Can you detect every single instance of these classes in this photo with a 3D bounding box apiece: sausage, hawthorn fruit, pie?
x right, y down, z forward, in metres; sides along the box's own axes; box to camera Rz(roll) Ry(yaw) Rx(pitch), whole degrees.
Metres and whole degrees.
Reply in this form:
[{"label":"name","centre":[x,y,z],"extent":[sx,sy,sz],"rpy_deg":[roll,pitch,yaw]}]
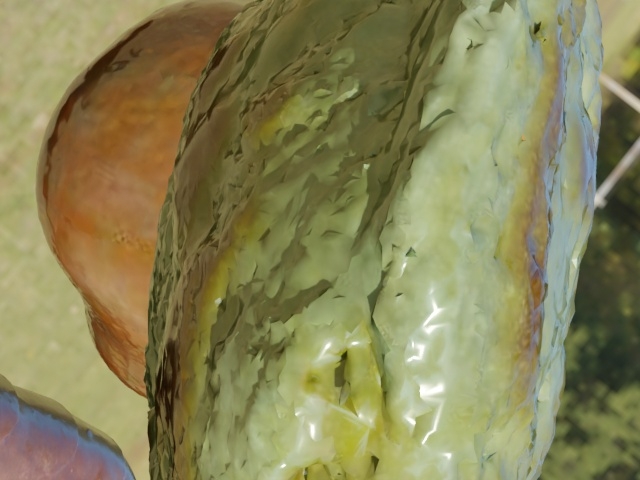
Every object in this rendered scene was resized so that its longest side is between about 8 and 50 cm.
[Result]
[{"label":"sausage","centre":[-0.202,0.103,0.977],"extent":[0.088,0.088,0.433],"rpy_deg":[-52,152,-1]},{"label":"hawthorn fruit","centre":[0.000,0.000,0.804],"extent":[0.199,0.251,0.199],"rpy_deg":[-24,124,-41]},{"label":"pie","centre":[0.003,0.009,0.444],"extent":[0.248,0.090,0.201],"rpy_deg":[164,-59,-81]}]
